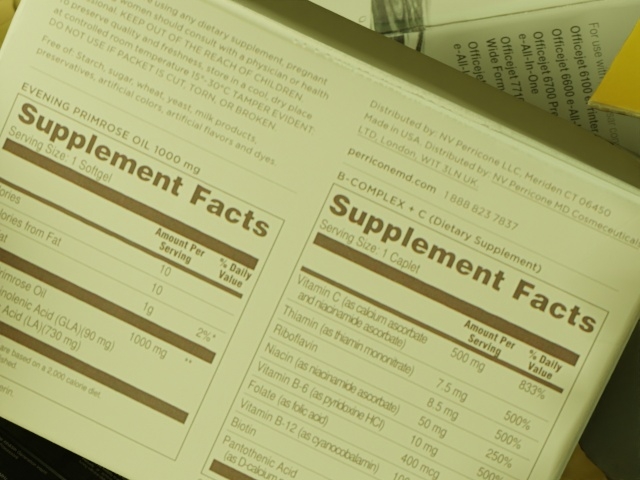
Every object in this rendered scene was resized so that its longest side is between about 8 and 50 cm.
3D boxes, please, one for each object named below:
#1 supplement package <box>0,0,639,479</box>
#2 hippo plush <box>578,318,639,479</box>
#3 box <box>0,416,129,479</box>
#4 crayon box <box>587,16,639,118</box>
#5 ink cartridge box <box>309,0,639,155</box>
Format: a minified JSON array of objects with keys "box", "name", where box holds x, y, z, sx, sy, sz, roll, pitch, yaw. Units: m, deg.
[{"box":[0.000,0.000,0.696,0.204,0.262,0.145,26,98,4],"name":"supplement package"},{"box":[0.177,0.127,0.611,0.234,0.294,0.237,24,63,3],"name":"hippo plush"},{"box":[-0.133,0.078,0.816,0.232,0.059,0.183,35,52,8],"name":"box"},{"box":[0.294,-0.050,0.828,0.318,0.081,0.202,22,55,20],"name":"crayon box"},{"box":[0.034,-0.127,1.007,0.307,0.129,0.223,-7,43,13],"name":"ink cartridge box"}]
